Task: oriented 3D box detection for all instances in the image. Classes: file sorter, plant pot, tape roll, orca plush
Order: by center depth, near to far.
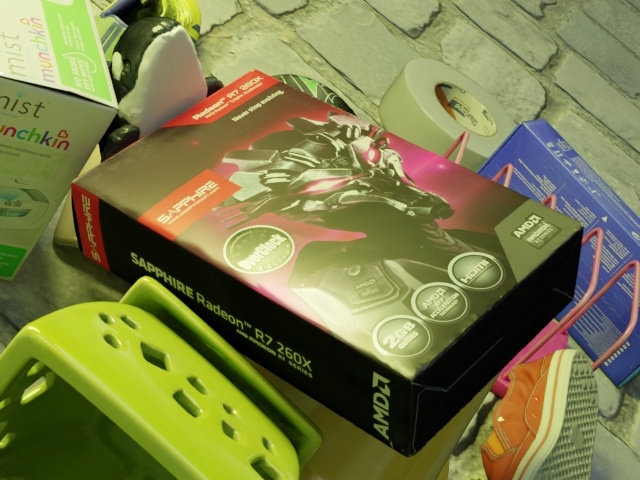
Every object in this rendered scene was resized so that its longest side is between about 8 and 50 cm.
[{"bbox_3d":[-0.144,0.176,0.980,0.227,0.228,0.207,41,24,3],"label":"plant pot"},{"bbox_3d":[0.043,0.129,1.212,0.254,0.239,0.254,27,32,-19],"label":"plant pot"},{"bbox_3d":[-0.165,-0.096,1.220,0.102,0.287,0.151,31,64,29],"label":"orca plush"},{"bbox_3d":[0.225,0.036,1.572,0.290,0.182,0.202,36,31,-5],"label":"file sorter"},{"bbox_3d":[0.194,-0.170,1.910,0.219,0.072,0.219,27,32,-19],"label":"tape roll"}]

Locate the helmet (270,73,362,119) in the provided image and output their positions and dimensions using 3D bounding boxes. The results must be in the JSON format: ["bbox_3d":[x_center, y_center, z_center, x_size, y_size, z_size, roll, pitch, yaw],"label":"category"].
[{"bbox_3d":[-0.033,-0.116,1.517,0.169,0.169,0.161,56,17,25],"label":"helmet"}]

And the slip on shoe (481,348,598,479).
[{"bbox_3d":[0.222,0.250,1.388,0.123,0.101,0.331,57,36,-27],"label":"slip on shoe"}]

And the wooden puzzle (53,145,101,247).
[{"bbox_3d":[-0.155,-0.013,1.381,0.238,0.044,0.221,25,34,-14],"label":"wooden puzzle"}]

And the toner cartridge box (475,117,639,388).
[{"bbox_3d":[0.352,0.013,1.752,0.348,0.165,0.075,50,33,16],"label":"toner cartridge box"}]

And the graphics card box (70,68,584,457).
[{"bbox_3d":[0.000,0.000,1.074,0.371,0.094,0.233,30,49,30],"label":"graphics card box"}]

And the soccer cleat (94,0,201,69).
[{"bbox_3d":[-0.201,-0.262,1.567,0.093,0.121,0.289,38,31,-1],"label":"soccer cleat"}]

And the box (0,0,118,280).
[{"bbox_3d":[-0.311,-0.140,1.194,0.127,0.231,0.262,14,38,-34],"label":"box"}]
